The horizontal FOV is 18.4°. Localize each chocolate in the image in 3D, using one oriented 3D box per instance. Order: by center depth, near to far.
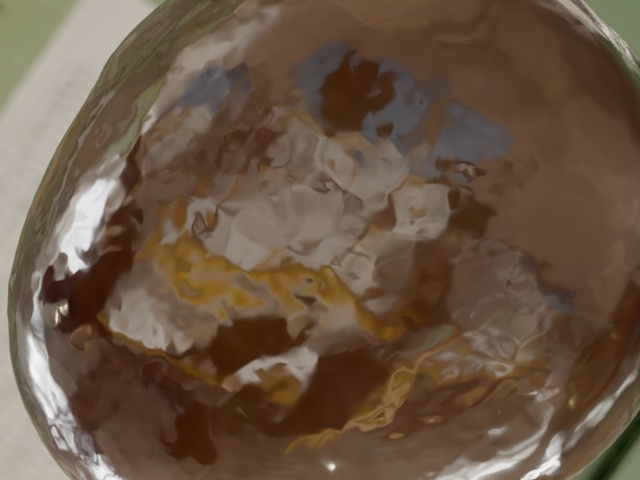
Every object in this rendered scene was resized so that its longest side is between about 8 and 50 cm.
[{"bbox_3d":[0.000,0.000,0.490,0.177,0.177,0.177,35,179,1],"label":"chocolate"}]
